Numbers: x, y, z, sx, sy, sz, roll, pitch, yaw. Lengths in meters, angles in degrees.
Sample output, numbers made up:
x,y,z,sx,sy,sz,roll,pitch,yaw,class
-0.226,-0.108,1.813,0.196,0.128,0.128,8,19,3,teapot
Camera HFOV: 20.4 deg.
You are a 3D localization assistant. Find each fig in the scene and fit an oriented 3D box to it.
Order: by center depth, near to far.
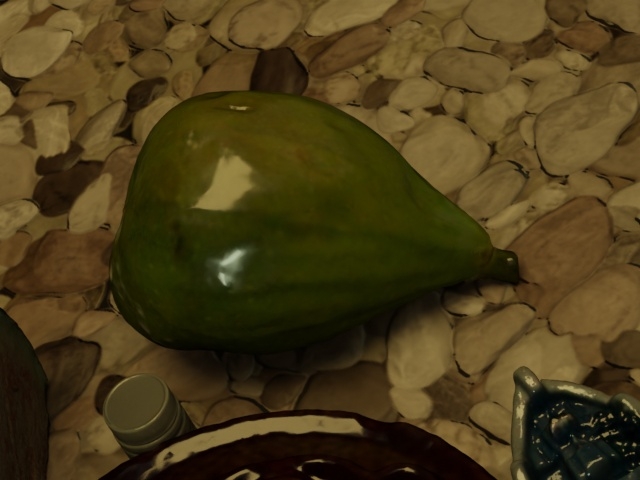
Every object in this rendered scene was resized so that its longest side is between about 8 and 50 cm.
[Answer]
x,y,z,sx,sy,sz,roll,pitch,yaw,class
-0.021,-0.020,1.472,0.314,0.233,0.233,-9,42,-22,fig

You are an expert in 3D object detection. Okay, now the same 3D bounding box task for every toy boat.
x,y,z,sx,sy,sz,roll,pitch,yaw,class
0.223,0.191,1.205,0.129,0.142,0.309,-33,48,-7,toy boat

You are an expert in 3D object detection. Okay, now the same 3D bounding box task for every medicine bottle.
x,y,z,sx,sy,sz,roll,pitch,yaw,class
-0.131,0.154,1.417,0.058,0.091,0.058,-12,48,13,medicine bottle

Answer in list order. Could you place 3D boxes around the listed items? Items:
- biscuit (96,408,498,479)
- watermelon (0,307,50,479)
x,y,z,sx,sy,sz,roll,pitch,yaw,class
-0.034,0.267,1.230,0.407,0.091,0.407,-9,39,7,biscuit
-0.328,0.189,1.367,0.283,0.250,0.292,-36,45,-3,watermelon
